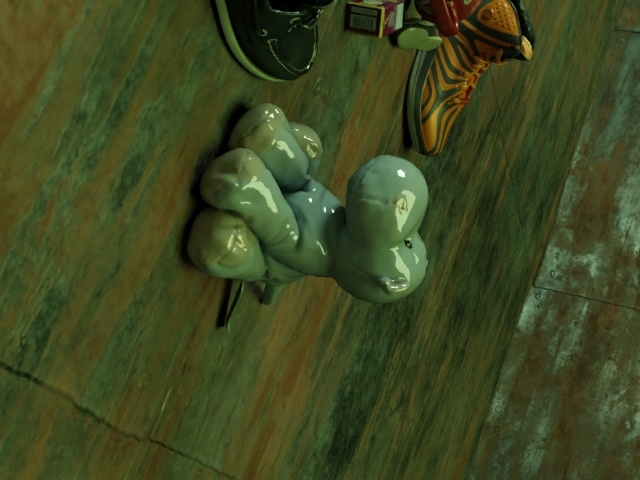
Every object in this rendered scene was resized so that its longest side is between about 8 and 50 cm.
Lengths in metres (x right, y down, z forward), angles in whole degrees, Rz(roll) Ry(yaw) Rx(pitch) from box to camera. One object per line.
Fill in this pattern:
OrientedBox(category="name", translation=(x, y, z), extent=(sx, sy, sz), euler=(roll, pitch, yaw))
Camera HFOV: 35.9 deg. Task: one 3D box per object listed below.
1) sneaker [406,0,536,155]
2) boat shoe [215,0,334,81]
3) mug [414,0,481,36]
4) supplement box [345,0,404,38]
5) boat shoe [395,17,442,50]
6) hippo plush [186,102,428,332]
OrientedBox(category="sneaker", translation=(0.254, -0.286, 1.649), extent=(0.124, 0.180, 0.321), euler=(-28, 129, -61))
OrientedBox(category="boat shoe", translation=(-0.039, -0.277, 1.041), extent=(0.127, 0.113, 0.340), euler=(-64, 156, -26))
OrientedBox(category="mug", translation=(0.181, -0.400, 1.465), extent=(0.113, 0.150, 0.169), euler=(-37, 152, 7))
OrientedBox(category="supplement box", translation=(0.076, -0.312, 1.374), extent=(0.083, 0.055, 0.043), euler=(-39, 138, -57))
OrientedBox(category="boat shoe", translation=(0.150, -0.330, 1.559), extent=(0.137, 0.049, 0.043), euler=(-9, 72, -60))
OrientedBox(category="hippo plush", translation=(0.000, 0.000, 1.146), extent=(0.234, 0.237, 0.294), euler=(-29, 130, -61))
